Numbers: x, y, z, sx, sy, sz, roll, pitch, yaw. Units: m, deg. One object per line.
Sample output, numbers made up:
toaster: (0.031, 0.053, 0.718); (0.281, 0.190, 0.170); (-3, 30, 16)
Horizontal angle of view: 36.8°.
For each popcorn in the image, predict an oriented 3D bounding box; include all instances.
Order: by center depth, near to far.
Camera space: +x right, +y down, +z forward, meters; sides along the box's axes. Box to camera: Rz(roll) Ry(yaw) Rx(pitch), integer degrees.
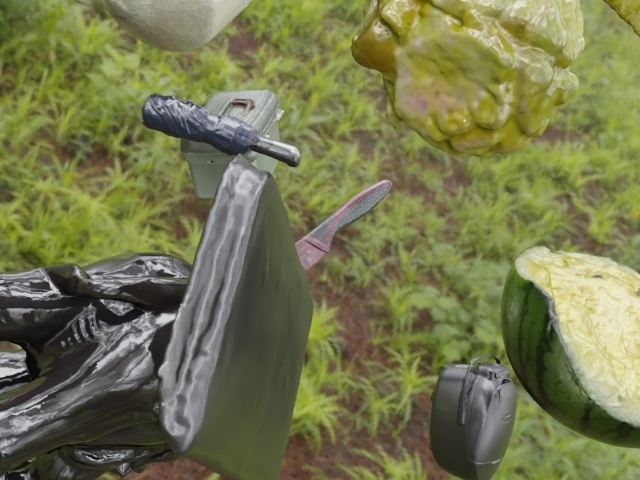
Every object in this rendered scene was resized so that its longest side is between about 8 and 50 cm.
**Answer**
popcorn: (0.162, -0.219, 1.028); (0.259, 0.259, 0.212); (35, 41, 13)

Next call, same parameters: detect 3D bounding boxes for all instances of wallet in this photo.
wallet: (-0.052, 0.084, 0.726); (0.051, 0.377, 0.197); (9, 73, 6)

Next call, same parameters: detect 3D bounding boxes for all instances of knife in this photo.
knife: (0.000, 0.000, 1.150); (0.247, 0.018, 0.035); (-39, 107, -24)

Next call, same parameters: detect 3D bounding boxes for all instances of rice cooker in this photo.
rice cooker: (0.242, 0.280, 1.530); (0.118, 0.202, 0.142); (6, -1, 34)

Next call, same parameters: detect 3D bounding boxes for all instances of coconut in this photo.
coconut: (-0.228, -0.417, 1.480); (0.237, 0.237, 0.266); (32, 55, 8)

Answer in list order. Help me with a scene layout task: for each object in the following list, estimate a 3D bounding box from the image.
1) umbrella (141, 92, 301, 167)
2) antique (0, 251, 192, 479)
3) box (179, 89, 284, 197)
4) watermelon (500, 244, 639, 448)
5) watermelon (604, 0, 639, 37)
umbrella: (-0.145, -0.167, 1.448); (0.248, 0.070, 0.071); (14, 31, -6)
antique: (-0.194, 0.134, 0.883); (0.255, 0.322, 0.185); (-16, 59, -25)
box: (-0.146, -0.168, 1.655); (0.148, 0.129, 0.210); (-1, 29, 13)
watermelon: (0.364, 0.152, 1.243); (0.331, 0.189, 0.330); (26, 19, -10)
watermelon: (0.165, -0.145, 0.425); (0.075, 0.092, 0.181); (-17, 60, -39)
